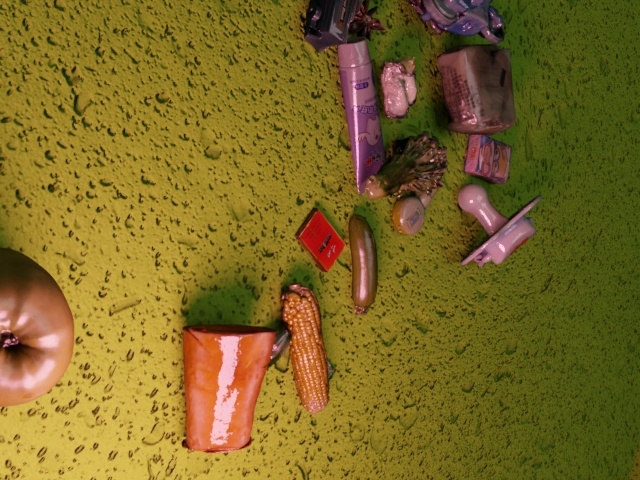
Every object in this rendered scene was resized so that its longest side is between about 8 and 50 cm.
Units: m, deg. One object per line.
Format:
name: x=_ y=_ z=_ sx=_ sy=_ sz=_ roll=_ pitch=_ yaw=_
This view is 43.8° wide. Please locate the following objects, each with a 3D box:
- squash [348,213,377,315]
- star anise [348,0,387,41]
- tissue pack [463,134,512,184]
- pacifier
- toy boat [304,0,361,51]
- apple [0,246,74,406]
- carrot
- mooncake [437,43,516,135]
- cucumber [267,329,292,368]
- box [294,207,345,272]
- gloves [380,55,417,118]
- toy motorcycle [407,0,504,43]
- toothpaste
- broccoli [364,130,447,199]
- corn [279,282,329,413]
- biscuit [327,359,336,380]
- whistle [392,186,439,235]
squash: x=0.107 y=0.062 z=1.973 sx=0.069 sy=0.069 sz=0.257 roll=-12 pitch=102 yaw=-43
star anise: x=0.108 y=-0.527 z=1.925 sx=0.129 sy=0.056 sz=0.124 roll=6 pitch=92 yaw=-29
tissue pack: x=0.488 y=-0.234 z=2.314 sx=0.155 sy=0.065 sz=0.115 roll=14 pitch=84 yaw=-44
pacifier: x=0.477 y=-0.063 z=2.262 sx=0.299 sy=0.244 sz=0.233 roll=-39 pitch=89 yaw=-9
toy boat: x=0.045 y=-0.581 z=1.822 sx=0.122 sy=0.114 sz=0.296 roll=19 pitch=81 yaw=-37
apple: x=-0.521 y=0.140 z=1.265 sx=0.262 sy=0.262 sz=0.262 roll=-5 pitch=97 yaw=-44
carrot: x=-0.194 y=0.298 z=1.623 sx=0.196 sy=0.196 sz=0.254 roll=2 pitch=92 yaw=-44
mooncake: x=0.424 y=-0.412 z=2.188 sx=0.250 sy=0.136 sz=0.254 roll=-12 pitch=97 yaw=-44
cucumber: x=-0.106 y=0.245 z=1.771 sx=0.107 sy=0.035 sz=0.067 roll=-44 pitch=126 yaw=9
box: x=0.000 y=0.000 z=1.895 sx=0.090 sy=0.023 sz=0.133 roll=-53 pitch=126 yaw=-24
gloves: x=0.199 y=-0.385 z=2.021 sx=0.114 sy=0.070 sz=0.153 roll=-29 pitch=120 yaw=-47
toy motorcycle: x=0.370 y=-0.652 z=2.082 sx=0.319 sy=0.182 sz=0.240 roll=6 pitch=90 yaw=-43
toothpaste: x=0.102 y=-0.304 z=1.944 sx=0.125 sy=0.080 sz=0.371 roll=-33 pitch=124 yaw=-41
broccoli: x=0.200 y=-0.165 z=1.959 sx=0.304 sy=0.146 sz=0.164 roll=-29 pitch=115 yaw=-51
corn: x=-0.033 y=0.245 z=1.836 sx=0.097 sy=0.097 sz=0.319 roll=-23 pitch=111 yaw=-40
biscuit: x=0.007 y=0.305 z=1.933 sx=0.046 sy=0.016 sz=0.089 roll=-51 pitch=125 yaw=-26
whistle: x=0.262 y=-0.095 z=2.114 sx=0.198 sy=0.057 sz=0.104 roll=-46 pitch=123 yaw=-30
